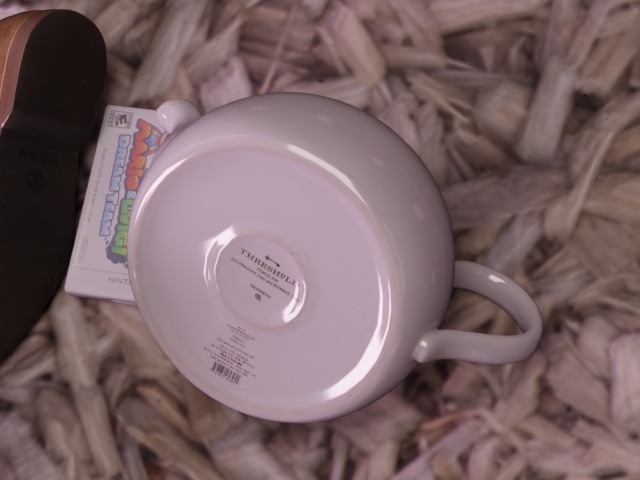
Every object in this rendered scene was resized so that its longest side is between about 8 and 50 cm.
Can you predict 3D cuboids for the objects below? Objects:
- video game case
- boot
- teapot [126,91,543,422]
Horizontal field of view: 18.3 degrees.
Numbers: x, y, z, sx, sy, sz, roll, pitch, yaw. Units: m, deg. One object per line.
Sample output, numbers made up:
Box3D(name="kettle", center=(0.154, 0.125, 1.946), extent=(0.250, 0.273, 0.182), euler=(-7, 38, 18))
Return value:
Box3D(name="video game case", center=(-0.117, -0.024, 1.561), extent=(0.143, 0.019, 0.157), euler=(8, 76, 16))
Box3D(name="boot", center=(-0.263, -0.036, 1.579), extent=(0.115, 0.112, 0.305), euler=(10, 80, 48))
Box3D(name="teapot", center=(0.000, 0.000, 1.443), extent=(0.252, 0.187, 0.256), euler=(-17, 101, 30))
